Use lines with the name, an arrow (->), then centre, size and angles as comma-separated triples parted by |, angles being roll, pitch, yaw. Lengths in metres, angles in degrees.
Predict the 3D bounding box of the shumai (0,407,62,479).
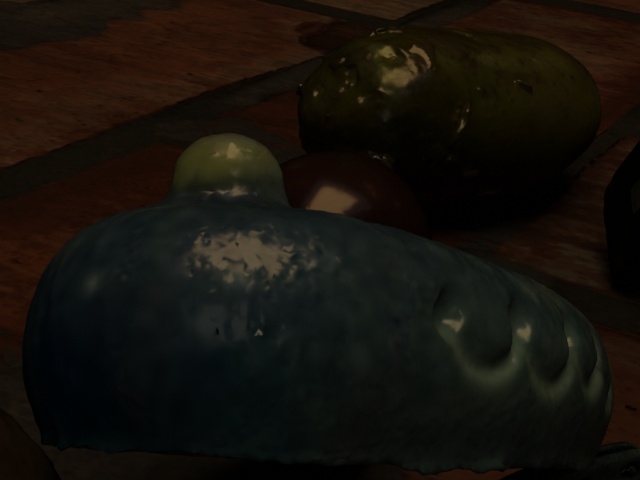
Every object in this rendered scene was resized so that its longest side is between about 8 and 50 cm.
shumai -> -0.283, 0.107, 0.558 | 0.346, 0.217, 0.283 | 14, -14, -20

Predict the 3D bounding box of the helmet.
helmet -> 0.000, 0.000, 0.914 | 0.155, 0.106, 0.175 | 22, 30, 35

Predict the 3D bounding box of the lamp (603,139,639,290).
lamp -> 0.347, 0.018, 0.996 | 0.283, 0.124, 0.203 | 10, 42, 1

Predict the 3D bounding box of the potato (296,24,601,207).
potato -> 0.109, -0.099, 1.153 | 0.298, 0.141, 0.176 | -3, 36, -41

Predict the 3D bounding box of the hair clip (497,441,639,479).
hair clip -> 0.083, 0.138, 0.667 | 0.083, 0.048, 0.275 | 14, 21, 29

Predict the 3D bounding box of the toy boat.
toy boat -> 0.007, 0.036, 0.626 | 0.215, 0.123, 0.330 | 0, -8, 33
